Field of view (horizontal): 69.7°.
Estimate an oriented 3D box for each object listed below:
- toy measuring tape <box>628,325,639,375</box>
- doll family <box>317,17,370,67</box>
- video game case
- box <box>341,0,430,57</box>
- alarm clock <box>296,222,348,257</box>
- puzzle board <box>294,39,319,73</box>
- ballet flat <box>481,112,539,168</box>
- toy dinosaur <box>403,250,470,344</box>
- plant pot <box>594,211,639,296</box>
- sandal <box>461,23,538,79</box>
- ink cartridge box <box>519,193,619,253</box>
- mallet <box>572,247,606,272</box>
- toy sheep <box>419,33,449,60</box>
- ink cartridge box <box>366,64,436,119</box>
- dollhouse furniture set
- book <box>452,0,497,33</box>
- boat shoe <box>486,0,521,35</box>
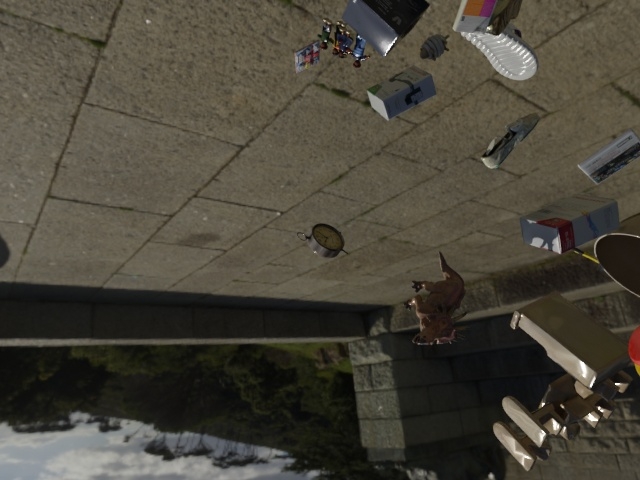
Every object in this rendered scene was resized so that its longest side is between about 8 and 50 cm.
[{"bbox_3d":[0.528,0.198,0.645,0.121,0.121,0.330,-12,-163,18],"label":"toy measuring tape"},{"bbox_3d":[0.074,-0.619,1.453,0.076,0.193,0.111,-25,144,-33],"label":"doll family"},{"bbox_3d":[1.024,-0.289,1.609,0.173,0.022,0.190,20,131,-38],"label":"video game case"},{"bbox_3d":[0.167,-0.591,1.184,0.156,0.158,0.093,42,156,-4],"label":"box"},{"bbox_3d":[0.000,0.000,1.629,0.192,0.129,0.064,13,132,-29],"label":"alarm clock"},{"bbox_3d":[-0.044,-0.642,1.613,0.096,0.011,0.128,-30,170,-6],"label":"puzzle board"},{"bbox_3d":[0.461,-0.251,1.120,0.052,0.057,0.168,34,104,-16],"label":"ballet flat"},{"bbox_3d":[0.336,0.172,1.252,0.127,0.296,0.200,32,161,-14],"label":"toy dinosaur"},{"bbox_3d":[0.913,0.019,1.200,0.191,0.284,0.284,-44,163,-8],"label":"plant pot"},{"bbox_3d":[0.710,-0.780,1.785,0.416,0.102,0.169,28,165,-27],"label":"sandal"},{"bbox_3d":[0.599,-0.043,1.108,0.175,0.072,0.127,-21,-163,-11],"label":"ink cartridge box"},{"bbox_3d":[0.827,0.042,1.427,0.189,0.039,0.062,30,174,3],"label":"mallet"},{"bbox_3d":[0.423,-0.715,1.695,0.132,0.091,0.091,-33,161,-2],"label":"toy sheep"},{"bbox_3d":[0.301,-0.554,1.712,0.208,0.153,0.087,-28,128,-2],"label":"ink cartridge box"},{"bbox_3d":[0.684,0.393,1.350,0.362,0.256,0.394,-18,130,-21],"label":"dollhouse furniture set"},{"bbox_3d":[0.436,-0.649,1.266,0.096,0.035,0.144,0,134,-13],"label":"book"},{"bbox_3d":[0.549,-0.716,1.394,0.089,0.285,0.105,23,141,25],"label":"boat shoe"}]
